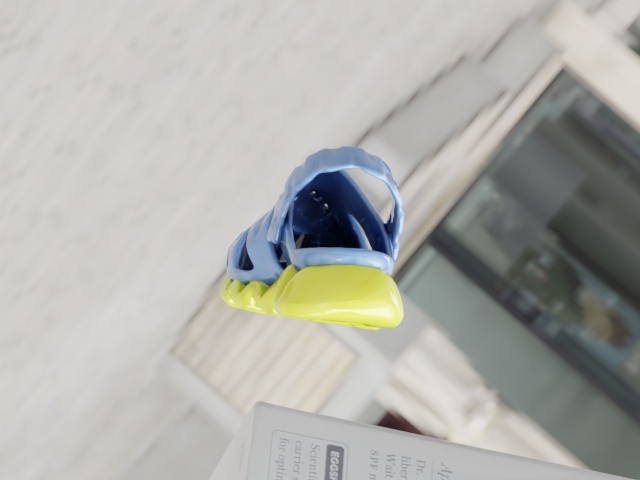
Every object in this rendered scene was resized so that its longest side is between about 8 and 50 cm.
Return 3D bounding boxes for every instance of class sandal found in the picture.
[{"bbox_3d":[0.000,0.000,1.584,0.317,0.126,0.138,175,-79,-73],"label":"sandal"}]

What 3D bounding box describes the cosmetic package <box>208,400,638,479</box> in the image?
[{"bbox_3d":[0.043,0.195,0.845,0.224,0.224,0.138,120,-20,-53],"label":"cosmetic package"}]
